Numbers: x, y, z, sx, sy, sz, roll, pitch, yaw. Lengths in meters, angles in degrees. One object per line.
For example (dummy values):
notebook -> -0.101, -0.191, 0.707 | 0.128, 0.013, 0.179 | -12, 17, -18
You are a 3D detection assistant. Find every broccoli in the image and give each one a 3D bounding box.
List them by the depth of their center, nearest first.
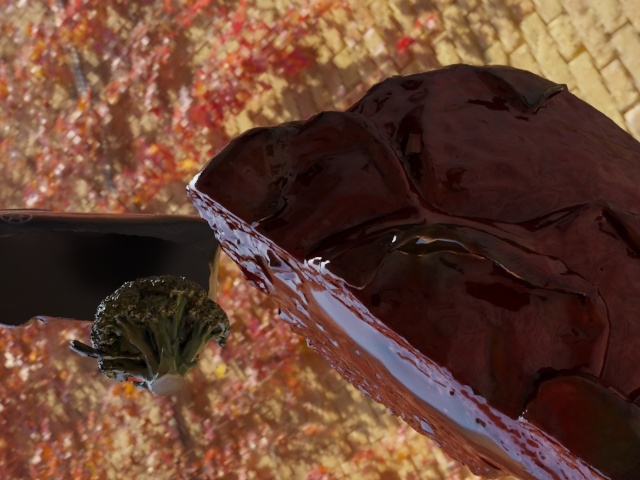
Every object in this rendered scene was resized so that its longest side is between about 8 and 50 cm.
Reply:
broccoli -> -0.157, 0.092, 0.957 | 0.131, 0.130, 0.120 | 40, -161, -48

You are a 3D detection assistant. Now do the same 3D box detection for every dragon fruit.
dragon fruit -> 0.127, -0.003, 0.561 | 0.228, 0.286, 0.329 | 57, 170, -33

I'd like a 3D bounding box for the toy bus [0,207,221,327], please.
toy bus -> -0.266, 0.030, 1.152 | 0.303, 0.147, 0.127 | 1, -81, -17
